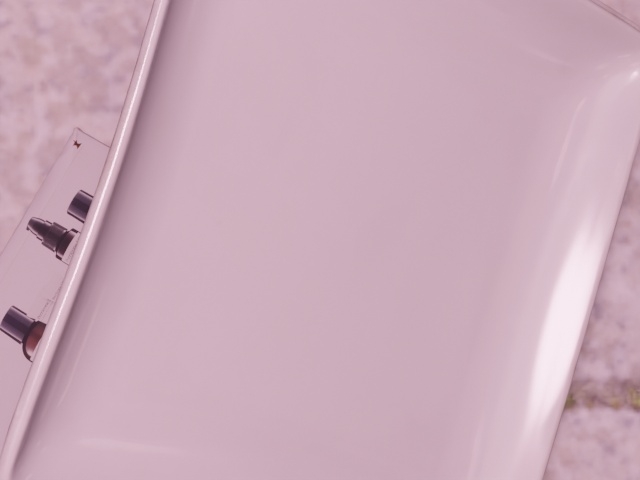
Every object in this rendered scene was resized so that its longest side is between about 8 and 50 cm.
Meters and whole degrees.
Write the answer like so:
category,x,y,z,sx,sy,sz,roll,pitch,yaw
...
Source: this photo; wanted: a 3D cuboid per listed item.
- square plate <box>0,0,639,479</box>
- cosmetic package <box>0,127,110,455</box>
category,x,y,z,sx,sy,sz,roll,pitch,yaw
square plate,0.023,-0.005,0.724,0.344,0.049,0.347,21,84,-39
cosmetic package,-0.144,0.069,0.730,0.099,0.060,0.239,29,88,22
